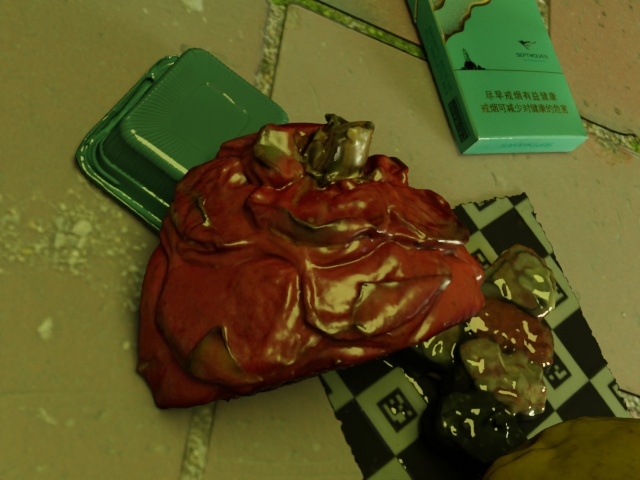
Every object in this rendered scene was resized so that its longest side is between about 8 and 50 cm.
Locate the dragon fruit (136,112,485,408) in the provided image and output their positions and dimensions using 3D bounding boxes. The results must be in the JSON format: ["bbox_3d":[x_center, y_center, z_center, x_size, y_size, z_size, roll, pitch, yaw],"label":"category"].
[{"bbox_3d":[0.000,0.000,0.900,0.317,0.152,0.205,-19,94,-21],"label":"dragon fruit"}]

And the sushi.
[{"bbox_3d":[0.158,0.102,1.053,0.339,0.069,0.320,-11,71,-34],"label":"sushi"}]

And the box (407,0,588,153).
[{"bbox_3d":[0.193,-0.205,1.256,0.162,0.041,0.229,-4,67,-32],"label":"box"}]

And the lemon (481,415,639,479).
[{"bbox_3d":[0.260,0.286,0.886,0.316,0.285,0.285,36,49,20],"label":"lemon"}]

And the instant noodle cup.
[{"bbox_3d":[-0.110,-0.090,1.006,0.157,0.070,0.179,38,53,-5],"label":"instant noodle cup"}]
